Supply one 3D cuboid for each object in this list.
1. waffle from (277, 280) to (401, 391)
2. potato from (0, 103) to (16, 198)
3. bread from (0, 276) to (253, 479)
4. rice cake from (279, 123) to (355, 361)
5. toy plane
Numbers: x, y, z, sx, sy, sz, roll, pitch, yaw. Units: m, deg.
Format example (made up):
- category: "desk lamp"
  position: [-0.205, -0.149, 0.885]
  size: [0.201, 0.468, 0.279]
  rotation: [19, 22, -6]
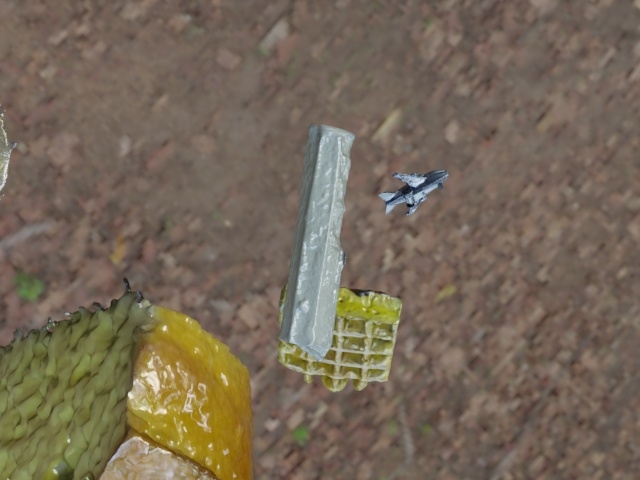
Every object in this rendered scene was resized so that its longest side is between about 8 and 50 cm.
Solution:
- category: "waffle"
  position: [0.020, 0.138, 1.990]
  size: [0.211, 0.161, 0.055]
  rotation: [96, 3, -56]
- category: "potato"
  position: [-0.240, -0.056, 0.897]
  size: [0.101, 0.172, 0.089]
  rotation: [17, 155, -15]
- category: "bread"
  position: [-0.109, 0.117, 0.735]
  size: [0.134, 0.260, 0.129]
  rotation: [29, 61, -31]
- category: "rice cake"
  position: [0.000, 0.000, 1.592]
  size: [0.057, 0.052, 0.256]
  rotation: [17, 75, -36]
- category: "toy plane"
  position: [0.109, -0.058, 1.687]
  size: [0.083, 0.031, 0.078]
  rotation: [-21, 143, 4]
